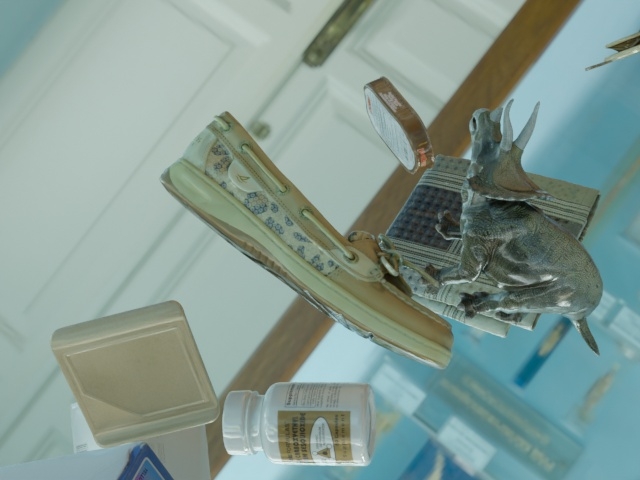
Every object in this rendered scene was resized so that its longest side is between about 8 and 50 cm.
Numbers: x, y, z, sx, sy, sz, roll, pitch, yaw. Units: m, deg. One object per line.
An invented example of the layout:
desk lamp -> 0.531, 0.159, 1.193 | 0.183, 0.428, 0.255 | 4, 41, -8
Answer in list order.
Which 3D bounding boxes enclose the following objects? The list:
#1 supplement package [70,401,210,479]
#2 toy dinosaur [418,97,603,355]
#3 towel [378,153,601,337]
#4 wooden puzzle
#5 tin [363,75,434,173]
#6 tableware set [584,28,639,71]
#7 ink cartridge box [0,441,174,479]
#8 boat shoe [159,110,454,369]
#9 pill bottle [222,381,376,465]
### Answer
supplement package -> -0.325, 0.382, 2.036 | 0.203, 0.149, 0.194 | 20, -124, -54
toy dinosaur -> 0.207, 0.025, 1.124 | 0.160, 0.121, 0.313 | -21, 113, 45
towel -> 0.272, 0.003, 1.880 | 0.324, 0.312, 0.056 | 16, 146, 29
wooden puzzle -> -0.300, 0.218, 1.837 | 0.044, 0.221, 0.238 | -101, -4, -61
tin -> 0.120, -0.181, 1.753 | 0.106, 0.040, 0.189 | 82, 162, -44
tableware set -> 0.428, -0.269, 1.447 | 0.128, 0.194, 0.039 | -18, 93, 42
ink cartridge box -> -0.195, 0.403, 1.114 | 0.270, 0.151, 0.395 | -15, 119, 31
boat shoe -> 0.000, 0.000, 0.917 | 0.285, 0.089, 0.104 | 36, 173, 9
pill bottle -> -0.032, 0.290, 1.780 | 0.229, 0.131, 0.131 | -1, 169, 11
